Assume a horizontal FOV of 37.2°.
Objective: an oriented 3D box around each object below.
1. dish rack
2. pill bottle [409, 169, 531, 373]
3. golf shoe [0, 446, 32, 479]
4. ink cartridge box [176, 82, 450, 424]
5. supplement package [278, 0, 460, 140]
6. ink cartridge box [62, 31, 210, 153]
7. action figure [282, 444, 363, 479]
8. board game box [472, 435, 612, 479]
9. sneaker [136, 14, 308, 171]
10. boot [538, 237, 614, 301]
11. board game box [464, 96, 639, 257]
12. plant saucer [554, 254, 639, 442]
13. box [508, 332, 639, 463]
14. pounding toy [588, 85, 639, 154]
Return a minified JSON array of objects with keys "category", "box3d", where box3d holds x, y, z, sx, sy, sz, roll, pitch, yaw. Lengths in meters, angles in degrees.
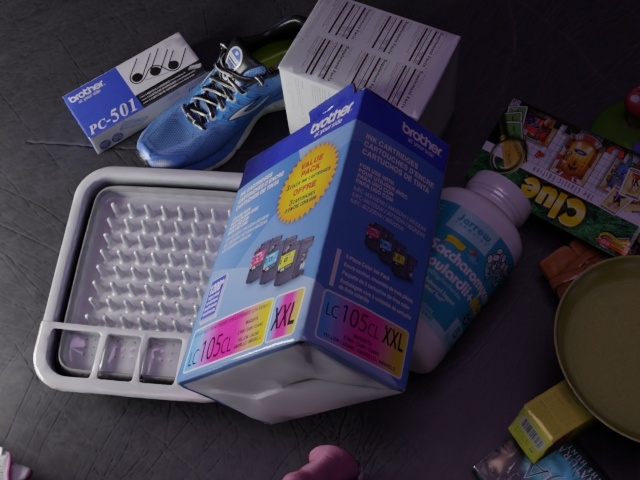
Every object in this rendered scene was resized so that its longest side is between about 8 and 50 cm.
[{"category":"dish rack","box3d":[-0.216,0.061,1.295,0.285,0.072,0.333,3,65,7]},{"category":"pill bottle","box3d":[0.162,0.032,1.234,0.146,0.146,0.264,35,72,19]},{"category":"golf shoe","box3d":[-0.447,0.293,1.193,0.140,0.115,0.306,-31,72,-22]},{"category":"ink cartridge box","box3d":[0.000,0.000,1.153,0.151,0.270,0.396,32,56,-26]},{"category":"supplement package","box3d":[0.071,-0.205,1.329,0.203,0.194,0.149,23,68,15]},{"category":"ink cartridge box","box3d":[-0.277,-0.227,1.453,0.207,0.046,0.097,-32,64,-10]},{"category":"action figure","box3d":[0.028,0.354,1.035,0.370,0.276,0.248,17,72,-2]},{"category":"board game box","box3d":[0.291,0.314,1.152,0.126,0.026,0.186,-34,66,-12]},{"category":"sneaker","box3d":[-0.135,-0.222,1.383,0.330,0.147,0.130,-40,67,-13]},{"category":"boot","box3d":[0.400,0.047,1.251,0.197,0.073,0.152,-19,51,-18]},{"category":"board game box","box3d":[0.333,-0.085,1.282,0.259,0.030,0.136,32,95,33]},{"category":"plant saucer","box3d":[0.388,0.132,1.122,0.241,0.037,0.241,2,62,-5]},{"category":"box","box3d":[0.343,0.181,1.160,0.232,0.087,0.058,-26,65,-19]},{"category":"pounding toy","box3d":[0.461,-0.124,1.291,0.182,0.110,0.237,7,60,5]}]
